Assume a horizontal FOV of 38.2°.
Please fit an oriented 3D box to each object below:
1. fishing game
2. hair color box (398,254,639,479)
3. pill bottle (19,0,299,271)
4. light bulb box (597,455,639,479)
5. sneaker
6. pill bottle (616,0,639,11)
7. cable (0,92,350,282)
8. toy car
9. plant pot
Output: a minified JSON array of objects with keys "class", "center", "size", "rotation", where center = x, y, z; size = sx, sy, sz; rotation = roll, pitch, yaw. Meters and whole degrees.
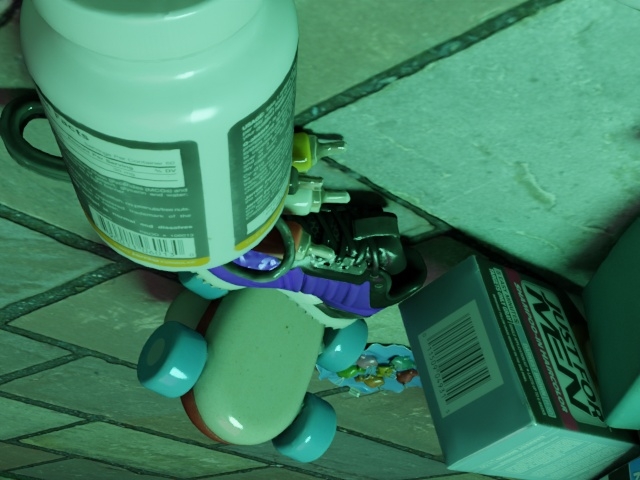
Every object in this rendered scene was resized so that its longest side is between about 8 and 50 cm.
[{"class":"fishing game","center":[0.081,0.196,1.334],"size":[0.264,0.041,0.189],"rotation":[7,152,-7]},{"class":"hair color box","center":[0.265,0.159,1.003],"size":[0.374,0.185,0.114],"rotation":[19,135,-42]},{"class":"pill bottle","center":[-0.095,-0.102,0.584],"size":[0.162,0.162,0.278],"rotation":[4,154,-2]},{"class":"light bulb box","center":[0.463,0.361,0.961],"size":[0.358,0.225,0.361],"rotation":[6,149,-12]},{"class":"sneaker","center":[0.000,-0.001,0.869],"size":[0.146,0.102,0.293],"rotation":[-17,154,33]},{"class":"pill bottle","center":[0.272,-0.150,0.448],"size":[0.265,0.153,0.153],"rotation":[13,153,-21]},{"class":"cable","center":[-0.119,-0.038,0.755],"size":[0.287,0.139,0.072],"rotation":[7,164,0]},{"class":"toy car","center":[-0.114,0.120,1.036],"size":[0.219,0.210,0.238],"rotation":[33,155,-30]},{"class":"plant pot","center":[0.370,0.051,0.855],"size":[0.166,0.165,0.234],"rotation":[5,142,-3]}]
